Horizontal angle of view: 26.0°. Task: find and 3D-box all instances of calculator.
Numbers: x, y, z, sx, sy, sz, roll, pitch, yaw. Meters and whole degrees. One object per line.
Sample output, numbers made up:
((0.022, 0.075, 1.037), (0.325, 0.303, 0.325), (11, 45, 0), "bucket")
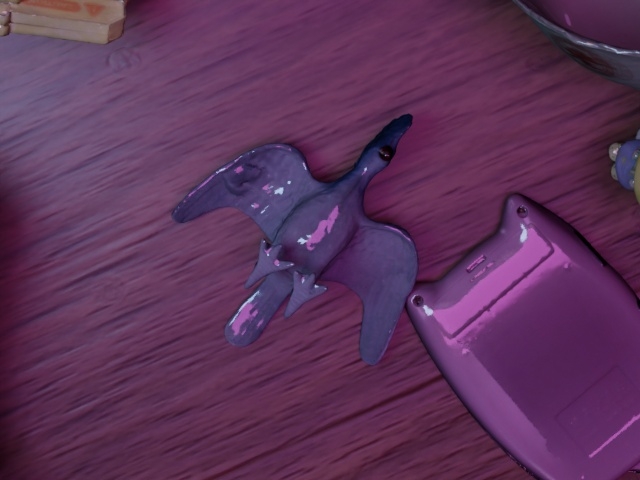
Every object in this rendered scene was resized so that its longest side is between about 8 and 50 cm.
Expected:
((0.224, 0.113, 1.313), (0.194, 0.043, 0.294), (-41, 99, 3), "calculator")

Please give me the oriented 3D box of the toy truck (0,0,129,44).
((-0.281, -0.242, 1.148), (0.272, 0.157, 0.124), (7, 142, -15), "toy truck")

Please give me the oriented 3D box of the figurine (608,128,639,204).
((0.350, -0.065, 1.194), (0.155, 0.235, 0.127), (4, 99, -4), "figurine")

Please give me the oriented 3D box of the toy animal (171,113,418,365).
((0.000, 0.000, 1.272), (0.239, 0.176, 0.255), (41, 129, -4), "toy animal")

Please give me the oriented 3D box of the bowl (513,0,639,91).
((0.315, -0.224, 1.183), (0.337, 0.337, 0.158), (-19, 139, 0), "bowl")
